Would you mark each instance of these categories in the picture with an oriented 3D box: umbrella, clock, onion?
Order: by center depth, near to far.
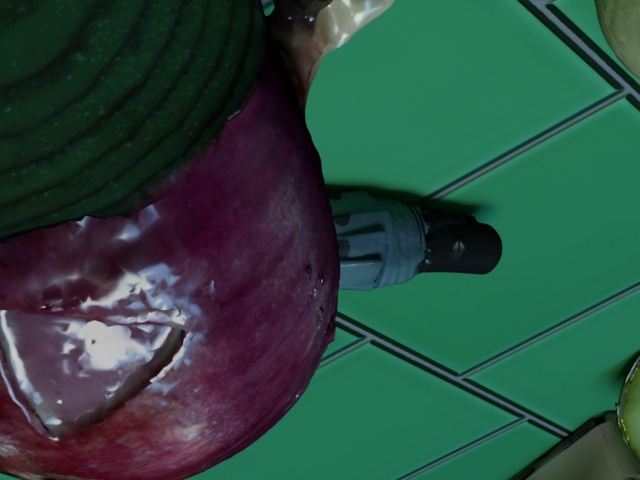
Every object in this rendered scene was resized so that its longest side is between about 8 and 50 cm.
[{"bbox_3d":[-0.090,-0.008,0.845,0.272,0.256,0.230,-1,140,16],"label":"onion"},{"bbox_3d":[0.001,0.001,1.106,0.250,0.053,0.052,4,144,-34],"label":"umbrella"},{"bbox_3d":[0.267,0.207,1.616,0.192,0.071,0.147,6,144,-37],"label":"clock"}]

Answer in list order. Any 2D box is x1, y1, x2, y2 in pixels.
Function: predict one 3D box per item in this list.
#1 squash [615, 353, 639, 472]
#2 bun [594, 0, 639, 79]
[{"bbox_3d":[0.357,0.151,1.513,0.137,0.137,0.287,-36,149,31],"label":"squash"},{"bbox_3d":[0.219,-0.160,0.881,0.222,0.127,0.222,-29,180,0],"label":"bun"}]
